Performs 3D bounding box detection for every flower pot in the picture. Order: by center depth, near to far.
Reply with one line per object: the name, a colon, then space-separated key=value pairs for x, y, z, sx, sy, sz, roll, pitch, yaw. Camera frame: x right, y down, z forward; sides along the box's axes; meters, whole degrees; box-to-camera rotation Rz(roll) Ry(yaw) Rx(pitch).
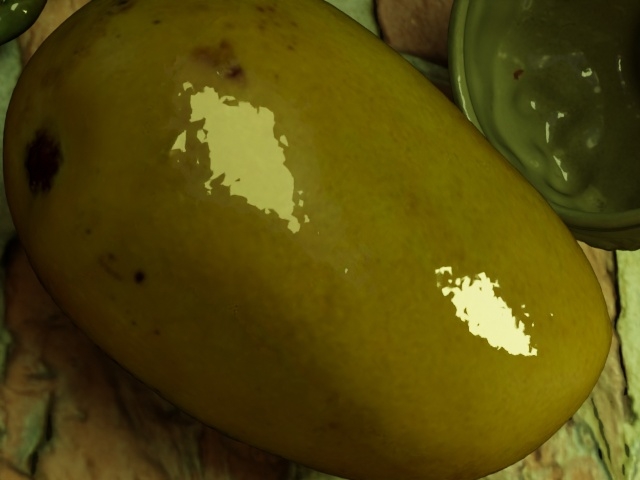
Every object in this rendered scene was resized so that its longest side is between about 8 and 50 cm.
flower pot: x=0.276 y=-0.142 z=1.425 sx=0.244 sy=0.307 sz=0.307 roll=-2 pitch=63 yaw=-48

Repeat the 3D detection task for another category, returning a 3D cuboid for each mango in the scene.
mango: x=0.000 y=0.000 z=1.233 sx=0.445 sy=0.232 sz=0.300 roll=30 pitch=49 yaw=-19

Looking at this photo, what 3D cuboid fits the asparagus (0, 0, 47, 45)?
asparagus: x=-0.239 y=-0.166 z=1.292 sx=0.080 sy=0.080 sz=0.287 roll=42 pitch=52 yaw=-1
